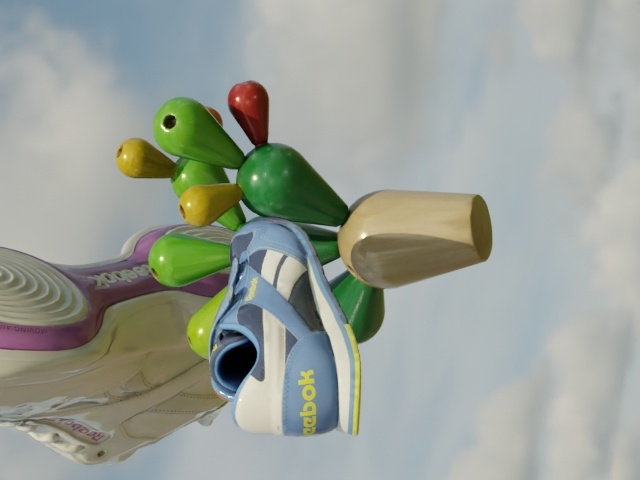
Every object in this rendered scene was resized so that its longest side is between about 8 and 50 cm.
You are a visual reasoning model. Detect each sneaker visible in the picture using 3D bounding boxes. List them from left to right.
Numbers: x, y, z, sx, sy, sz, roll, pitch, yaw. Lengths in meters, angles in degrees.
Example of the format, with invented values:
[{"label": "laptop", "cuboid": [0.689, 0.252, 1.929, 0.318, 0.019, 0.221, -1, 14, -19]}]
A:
[{"label": "sneaker", "cuboid": [-0.147, 0.078, 1.057, 0.305, 0.114, 0.152, -5, -54, -43]}, {"label": "sneaker", "cuboid": [-0.025, 0.036, 0.831, 0.144, 0.059, 0.053, -118, 21, -57]}]

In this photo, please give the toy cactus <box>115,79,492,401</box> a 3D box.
[{"label": "toy cactus", "cuboid": [0.000, 0.000, 0.964, 0.112, 0.180, 0.219, -68, -35, -48]}]
